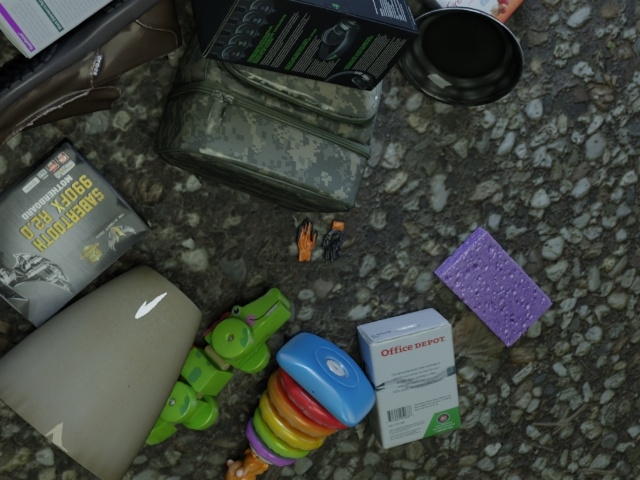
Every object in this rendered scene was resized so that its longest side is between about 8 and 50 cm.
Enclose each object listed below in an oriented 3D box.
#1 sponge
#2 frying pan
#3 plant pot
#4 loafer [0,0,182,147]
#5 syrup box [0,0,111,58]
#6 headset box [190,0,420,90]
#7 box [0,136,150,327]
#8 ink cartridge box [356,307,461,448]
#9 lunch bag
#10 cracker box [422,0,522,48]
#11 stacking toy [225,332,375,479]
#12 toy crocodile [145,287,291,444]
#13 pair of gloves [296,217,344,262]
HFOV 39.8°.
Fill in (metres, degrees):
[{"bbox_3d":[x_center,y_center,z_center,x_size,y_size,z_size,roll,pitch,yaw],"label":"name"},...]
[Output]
[{"bbox_3d":[0.312,0.085,1.582,0.117,0.031,0.210,-46,114,0],"label":"sponge"},{"bbox_3d":[0.157,-0.297,1.399,0.326,0.053,0.197,8,144,16],"label":"frying pan"},{"bbox_3d":[-0.314,0.177,1.328,0.256,0.256,0.274,46,73,-23],"label":"plant pot"},{"bbox_3d":[-0.339,-0.222,1.239,0.366,0.134,0.130,-36,122,-4],"label":"loafer"},{"bbox_3d":[-0.340,-0.362,1.197,0.237,0.093,0.096,-37,134,-8],"label":"syrup box"},{"bbox_3d":[-0.043,-0.351,1.181,0.283,0.246,0.131,4,147,-33],"label":"headset box"},{"bbox_3d":[-0.403,-0.011,1.326,0.231,0.056,0.183,-41,112,-2],"label":"box"},{"bbox_3d":[0.155,0.238,1.551,0.153,0.087,0.208,-12,110,-13],"label":"ink cartridge box"},{"bbox_3d":[-0.070,-0.201,1.297,0.305,0.212,0.256,19,83,-22],"label":"lunch bag"},{"bbox_3d":[0.215,-0.435,1.377,0.232,0.067,0.156,40,92,-22],"label":"cracker box"},{"bbox_3d":[-0.061,0.317,1.487,0.175,0.166,0.302,41,108,8],"label":"stacking toy"},{"bbox_3d":[-0.182,0.205,1.438,0.340,0.105,0.115,-47,155,0],"label":"toy crocodile"},{"bbox_3d":[0.000,0.000,1.475,0.083,0.010,0.074,2,104,-20],"label":"pair of gloves"}]
